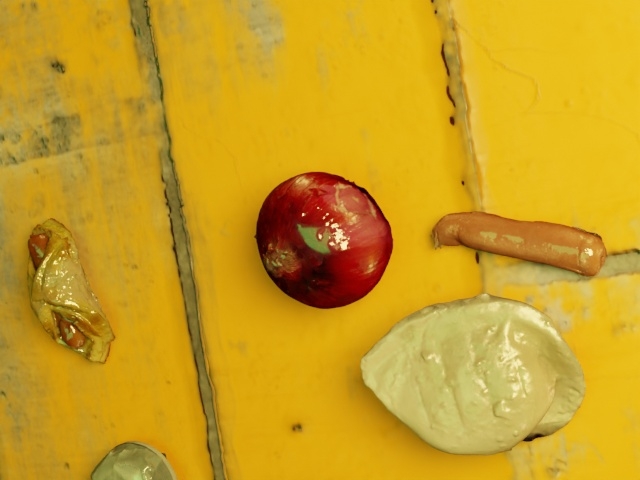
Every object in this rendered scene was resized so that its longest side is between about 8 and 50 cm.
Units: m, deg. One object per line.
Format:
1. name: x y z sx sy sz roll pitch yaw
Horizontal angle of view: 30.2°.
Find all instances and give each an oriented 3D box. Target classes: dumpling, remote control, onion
1. dumpling: 0.136 0.110 1.028 0.176 0.092 0.150 27 110 23
2. remote control: -0.199 0.336 1.269 0.104 0.052 0.247 7 103 30
3. onion: 0.000 0.000 1.072 0.131 0.131 0.131 4 100 28

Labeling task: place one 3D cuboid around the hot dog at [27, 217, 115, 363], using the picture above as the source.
1. hot dog: -0.278 0.060 1.263 0.078 0.061 0.169 -28 84 30

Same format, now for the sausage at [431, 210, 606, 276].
1. sausage: 0.169 0.000 1.028 0.157 0.036 0.042 9 90 28
